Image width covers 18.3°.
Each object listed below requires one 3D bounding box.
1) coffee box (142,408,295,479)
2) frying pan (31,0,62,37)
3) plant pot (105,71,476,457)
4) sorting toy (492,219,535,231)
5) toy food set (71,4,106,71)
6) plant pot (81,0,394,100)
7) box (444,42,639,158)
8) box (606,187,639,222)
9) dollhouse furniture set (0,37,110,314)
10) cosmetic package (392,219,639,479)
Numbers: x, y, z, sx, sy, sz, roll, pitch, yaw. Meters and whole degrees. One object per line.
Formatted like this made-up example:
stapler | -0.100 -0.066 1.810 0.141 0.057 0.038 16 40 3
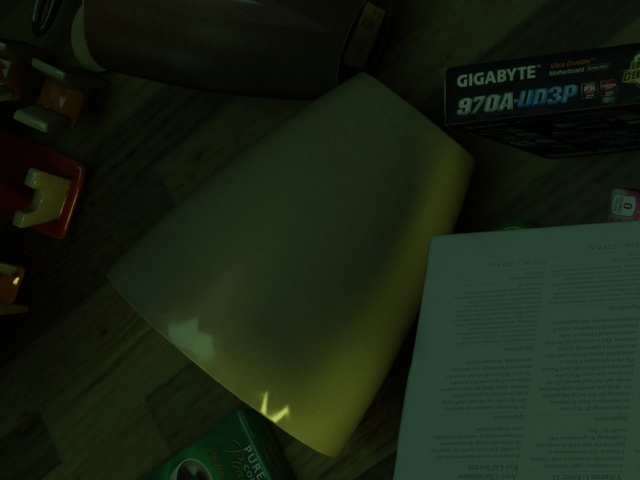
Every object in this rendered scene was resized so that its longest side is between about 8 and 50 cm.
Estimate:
coffee box | -0.105 0.249 1.859 0.184 0.040 0.113 -39 66 26
frying pan | -0.200 -0.369 1.969 0.197 0.053 0.326 -3 86 34
plant pot | 0.000 0.000 1.705 0.256 0.256 0.274 40 93 30
sorting toy | 0.163 0.037 1.698 0.061 0.042 0.102 0 74 19
toy food set | -0.216 -0.209 1.985 0.083 0.020 0.082 -26 72 31
plant pot | -0.059 -0.216 1.784 0.230 0.215 0.215 22 99 19
box | 0.234 -0.110 1.572 0.220 0.175 0.051 -5 81 35
box | 0.288 0.094 1.550 0.128 0.122 0.257 10 92 34
dollhouse furniture set | -0.353 -0.085 2.030 0.259 0.135 0.262 25 101 22
cosmetic package | 0.238 0.129 1.398 0.377 0.097 0.284 -4 61 33
